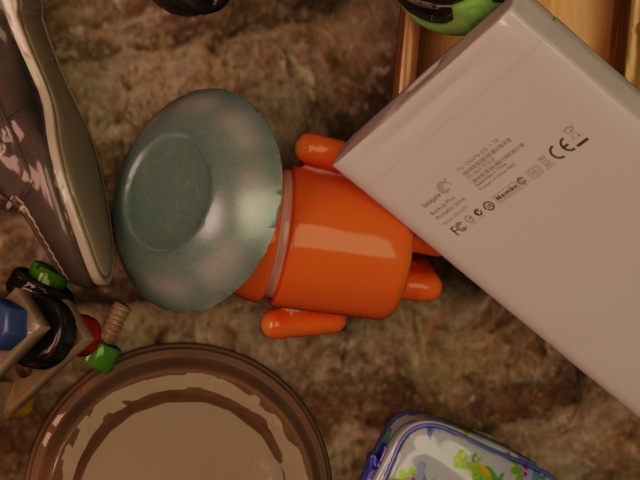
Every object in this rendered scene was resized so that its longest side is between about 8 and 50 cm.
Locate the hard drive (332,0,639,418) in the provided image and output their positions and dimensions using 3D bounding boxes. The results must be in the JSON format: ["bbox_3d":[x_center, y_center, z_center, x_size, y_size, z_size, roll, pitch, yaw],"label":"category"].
[{"bbox_3d":[0.212,-0.016,1.206,0.353,0.233,0.047,39,46,-11],"label":"hard drive"}]

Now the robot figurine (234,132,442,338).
[{"bbox_3d":[0.000,0.002,1.310,0.219,0.158,0.128,9,56,-10],"label":"robot figurine"}]

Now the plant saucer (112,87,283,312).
[{"bbox_3d":[-0.117,-0.038,1.268,0.037,0.195,0.195,16,88,-51],"label":"plant saucer"}]

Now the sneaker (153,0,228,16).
[{"bbox_3d":[-0.137,-0.317,1.253,0.109,0.130,0.286,-29,111,-6],"label":"sneaker"}]

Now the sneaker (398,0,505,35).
[{"bbox_3d":[0.048,-0.394,1.147,0.185,0.202,0.482,-26,87,13],"label":"sneaker"}]

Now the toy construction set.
[{"bbox_3d":[-0.332,0.109,1.182,0.257,0.309,0.237,28,92,2],"label":"toy construction set"}]

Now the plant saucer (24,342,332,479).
[{"bbox_3d":[-0.123,0.230,1.338,0.278,0.041,0.277,0,92,-10],"label":"plant saucer"}]

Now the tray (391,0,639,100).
[{"bbox_3d":[0.177,-0.266,1.292,0.203,0.076,0.410,5,93,-3],"label":"tray"}]

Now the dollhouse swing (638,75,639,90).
[{"bbox_3d":[0.451,-0.158,1.317,0.347,0.315,0.305,-32,106,-7],"label":"dollhouse swing"}]

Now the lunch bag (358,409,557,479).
[{"bbox_3d":[0.100,0.271,1.349,0.176,0.090,0.219,23,87,-10],"label":"lunch bag"}]

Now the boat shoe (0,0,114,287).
[{"bbox_3d":[-0.263,-0.111,1.283,0.096,0.112,0.335,-18,88,9],"label":"boat shoe"}]
